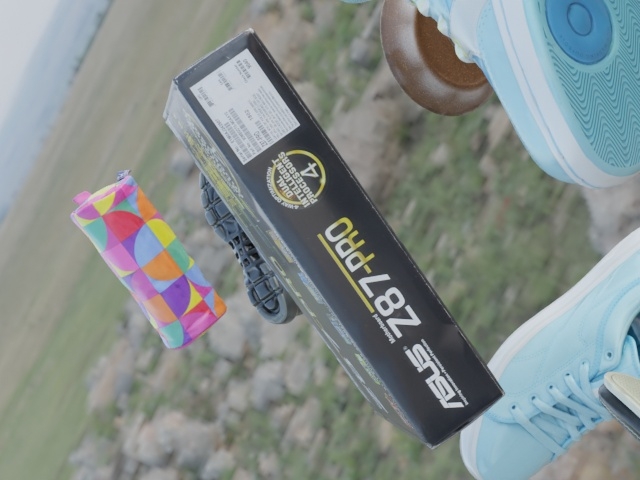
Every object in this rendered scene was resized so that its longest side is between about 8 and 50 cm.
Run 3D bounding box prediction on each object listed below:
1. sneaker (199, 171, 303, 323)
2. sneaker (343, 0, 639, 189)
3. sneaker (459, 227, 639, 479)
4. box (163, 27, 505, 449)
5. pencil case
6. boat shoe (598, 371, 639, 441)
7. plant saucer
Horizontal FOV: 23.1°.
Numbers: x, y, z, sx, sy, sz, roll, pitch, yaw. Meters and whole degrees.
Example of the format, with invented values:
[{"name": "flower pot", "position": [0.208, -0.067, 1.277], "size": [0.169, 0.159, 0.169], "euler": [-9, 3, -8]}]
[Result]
[{"name": "sneaker", "position": [-0.077, -0.017, 2.127], "size": [0.106, 0.267, 0.101], "euler": [-19, -8, -38]}, {"name": "sneaker", "position": [0.079, -0.158, 0.945], "size": [0.208, 0.127, 0.319], "euler": [-29, 73, 48]}, {"name": "sneaker", "position": [0.286, 0.136, 1.647], "size": [0.366, 0.135, 0.150], "euler": [-52, 19, 12]}, {"name": "box", "position": [0.000, 0.000, 1.495], "size": [0.097, 0.395, 0.318], "euler": [-36, 4, -4]}, {"name": "pencil case", "position": [-0.220, 0.026, 2.012], "size": [0.104, 0.236, 0.104], "euler": [-34, 9, 6]}, {"name": "boat shoe", "position": [0.326, 0.208, 1.393], "size": [0.084, 0.233, 0.079], "euler": [-1, -50, -52]}, {"name": "plant saucer", "position": [0.164, -0.255, 1.952], "size": [0.036, 0.198, 0.199], "euler": [-11, 51, 55]}]
